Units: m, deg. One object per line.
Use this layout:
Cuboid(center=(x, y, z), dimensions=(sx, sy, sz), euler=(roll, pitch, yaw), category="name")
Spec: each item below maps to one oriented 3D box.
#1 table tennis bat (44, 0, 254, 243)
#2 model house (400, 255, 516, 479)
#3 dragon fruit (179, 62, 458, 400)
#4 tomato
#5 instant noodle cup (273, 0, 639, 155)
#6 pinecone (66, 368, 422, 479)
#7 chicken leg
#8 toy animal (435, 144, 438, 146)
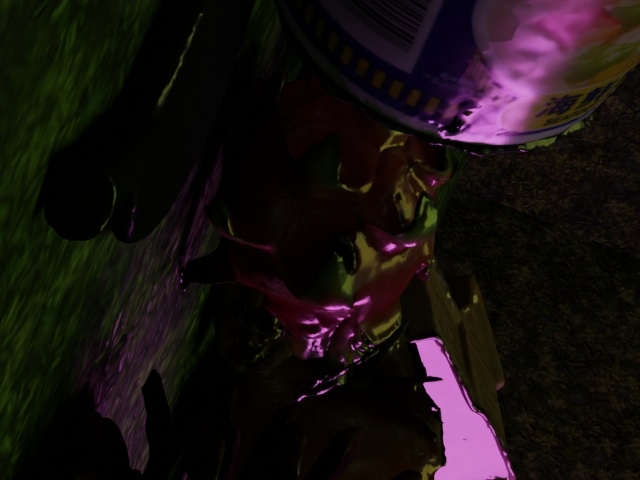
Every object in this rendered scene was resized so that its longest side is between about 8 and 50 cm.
Cuboid(center=(-0.067, -0.055, 0.862), dimensions=(0.236, 0.027, 0.150), euler=(-59, 169, -66), category="table tennis bat")
Cuboid(center=(0.047, 0.107, 1.870), dimensions=(0.237, 0.202, 0.237), euler=(-95, 159, -48), category="model house")
Cuboid(center=(-0.004, 0.000, 1.118), dimensions=(0.135, 0.137, 0.236), euler=(-58, 172, -44), category="dragon fruit")
Cuboid(center=(-0.018, 0.142, 1.396), dimensions=(0.214, 0.155, 0.181), euler=(-116, -138, -59), category="tomato")
Cuboid(center=(0.108, -0.201, 0.876), dimensions=(0.284, 0.284, 0.312), euler=(-64, -179, -37), category="instant noodle cup")
Cuboid(center=(-0.035, 0.201, 0.999), dimensions=(0.264, 0.264, 0.264), euler=(22, 90, -84), category="pinecone")
Cuboid(center=(-0.018, -0.007, 1.322), dimensions=(0.085, 0.069, 0.198), euler=(97, 9, -74), category="chicken leg")
Cuboid(center=(0.101, -0.137, 1.183), dimensions=(0.324, 0.090, 0.195), euler=(-48, -178, 40), category="toy animal")
